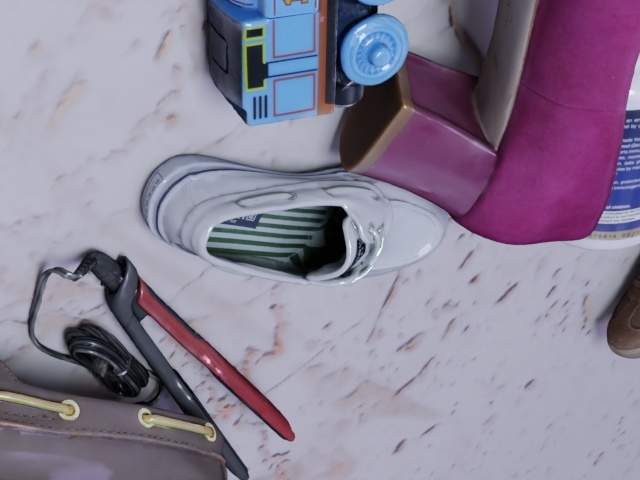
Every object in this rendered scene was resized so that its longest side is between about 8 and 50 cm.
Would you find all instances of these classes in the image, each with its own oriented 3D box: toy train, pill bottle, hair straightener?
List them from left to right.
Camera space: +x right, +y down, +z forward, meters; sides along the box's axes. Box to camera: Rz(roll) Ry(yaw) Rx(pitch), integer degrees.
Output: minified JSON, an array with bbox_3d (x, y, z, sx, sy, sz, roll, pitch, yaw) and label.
[{"bbox_3d":[-0.105,0.088,0.794,0.089,0.047,0.230,-42,134,-4],"label":"hair straightener"},{"bbox_3d":[-0.008,-0.151,0.682,0.105,0.080,0.184,-13,126,-21],"label":"toy train"},{"bbox_3d":[0.193,-0.086,0.854,0.094,0.094,0.169,-20,129,-24],"label":"pill bottle"}]

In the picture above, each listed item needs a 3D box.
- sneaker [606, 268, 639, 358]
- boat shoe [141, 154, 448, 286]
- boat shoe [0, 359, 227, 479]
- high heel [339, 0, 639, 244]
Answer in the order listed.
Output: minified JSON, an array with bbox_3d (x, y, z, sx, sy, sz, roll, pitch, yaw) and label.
[{"bbox_3d":[0.285,0.008,1.019,0.188,0.066,0.071,-46,118,-8],"label":"sneaker"},{"bbox_3d":[0.000,0.000,0.788,0.226,0.076,0.083,0,119,-36],"label":"boat shoe"},{"bbox_3d":[-0.195,0.112,0.708,0.324,0.096,0.117,20,144,-27],"label":"boat shoe"},{"bbox_3d":[0.175,-0.131,0.699,0.181,0.127,0.377,17,143,-24],"label":"high heel"}]
